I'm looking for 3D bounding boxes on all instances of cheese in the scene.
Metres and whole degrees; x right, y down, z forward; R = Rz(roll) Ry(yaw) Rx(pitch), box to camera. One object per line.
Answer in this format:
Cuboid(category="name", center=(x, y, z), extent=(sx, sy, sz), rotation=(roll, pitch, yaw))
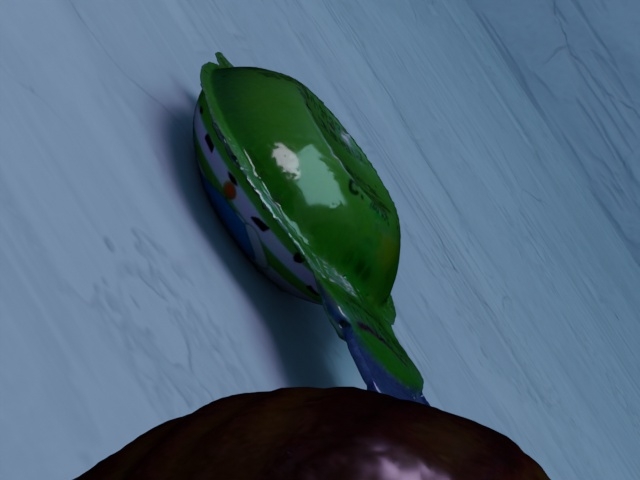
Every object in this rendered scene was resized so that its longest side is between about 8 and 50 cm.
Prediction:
Cuboid(category="cheese", center=(0.000, 0.000, 1.185), extent=(0.204, 0.083, 0.320), rotation=(43, 17, -47))

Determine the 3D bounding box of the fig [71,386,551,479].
Cuboid(category="fig", center=(-0.044, 0.171, 0.527), extent=(0.217, 0.217, 0.321), rotation=(57, 33, 3))
